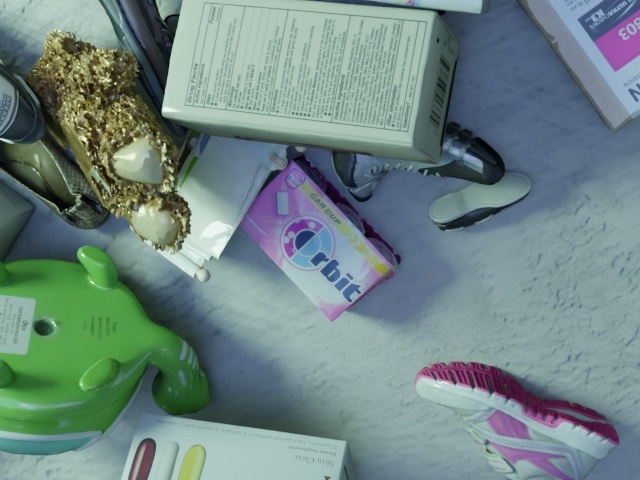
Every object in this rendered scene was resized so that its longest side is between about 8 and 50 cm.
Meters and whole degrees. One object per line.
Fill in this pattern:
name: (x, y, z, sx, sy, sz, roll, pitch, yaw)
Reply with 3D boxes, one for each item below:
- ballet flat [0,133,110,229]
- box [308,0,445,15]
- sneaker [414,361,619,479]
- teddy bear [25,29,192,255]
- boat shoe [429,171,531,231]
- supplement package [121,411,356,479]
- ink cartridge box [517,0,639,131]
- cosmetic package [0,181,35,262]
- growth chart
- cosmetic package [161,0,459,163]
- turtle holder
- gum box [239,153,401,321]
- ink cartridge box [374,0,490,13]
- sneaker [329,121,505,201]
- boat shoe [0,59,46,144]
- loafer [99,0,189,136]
ballet flat: (-0.377, -0.102, 1.487, 0.250, 0.058, 0.084, 42, 106, 2)
box: (0.066, -0.338, 1.319, 0.156, 0.093, 0.158, 4, 102, 11)
sneaker: (0.226, 0.232, 1.400, 0.252, 0.103, 0.111, 24, 104, 8)
teddy bear: (-0.235, -0.125, 1.362, 0.113, 0.338, 0.245, -30, 118, -16)
boat shoe: (0.194, -0.043, 1.382, 0.125, 0.038, 0.046, -23, 54, 11)
supplement package: (-0.097, 0.334, 1.422, 0.262, 0.145, 0.204, 5, 148, 11)
ink cartridge box: (0.364, -0.264, 1.272, 0.235, 0.088, 0.193, -36, 91, 16)
cosmetic package: (-0.577, 0.055, 1.518, 0.217, 0.156, 0.385, 39, 106, 2)
growth chart: (-0.135, -0.070, 1.423, 0.172, 0.021, 0.237, 43, 105, 32)
cosmetic package: (-0.009, -0.181, 1.291, 0.296, 0.129, 0.153, 10, 87, 19)
turtle holder: (-0.322, 0.148, 1.458, 0.243, 0.320, 0.227, 53, 145, 29)
gum box: (0.000, 0.000, 1.422, 0.107, 0.062, 0.188, -43, 90, 17)
ink cartridge box: (0.098, -0.309, 1.203, 0.176, 0.128, 0.127, 10, 104, 9)
sneaker: (0.099, -0.092, 1.378, 0.229, 0.086, 0.132, 30, 112, 15)
boat shoe: (-0.444, -0.203, 1.439, 0.301, 0.102, 0.108, 32, 94, 37)
loafer: (-0.205, -0.271, 1.376, 0.095, 0.109, 0.302, -30, 111, -8)
